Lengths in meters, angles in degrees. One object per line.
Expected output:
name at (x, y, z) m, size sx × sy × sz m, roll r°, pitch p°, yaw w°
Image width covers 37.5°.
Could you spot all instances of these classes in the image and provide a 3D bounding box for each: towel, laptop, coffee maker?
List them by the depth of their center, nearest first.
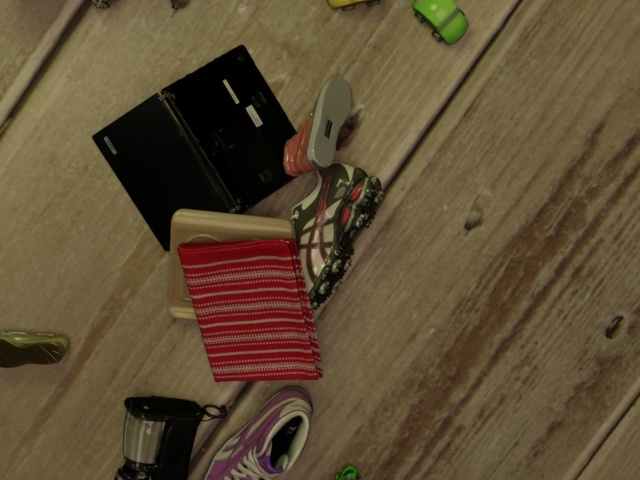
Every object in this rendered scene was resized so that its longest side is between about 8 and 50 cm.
towel at (-0.111, 0.118, 1.525) m, size 0.199 × 0.031 × 0.274 m, roll -3°, pitch 119°, yaw 15°
laptop at (-0.190, -0.149, 1.557) m, size 0.264 × 0.136 × 0.234 m, roll -36°, pitch 100°, yaw -24°
coffee maker at (-0.256, 0.362, 1.573) m, size 0.171 × 0.120 × 0.178 m, roll 10°, pitch 98°, yaw -6°

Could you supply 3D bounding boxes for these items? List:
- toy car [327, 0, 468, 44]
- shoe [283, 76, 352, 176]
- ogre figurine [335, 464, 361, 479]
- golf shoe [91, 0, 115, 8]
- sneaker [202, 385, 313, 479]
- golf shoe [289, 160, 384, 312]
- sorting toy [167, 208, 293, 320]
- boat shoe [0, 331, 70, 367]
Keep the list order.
toy car at (0.155, -0.410, 1.519) m, size 0.225 × 0.053 × 0.239 m, roll 44°, pitch 94°, yaw -8°
shoe at (-0.008, -0.184, 1.529) m, size 0.063 × 0.081 × 0.178 m, roll 35°, pitch 56°, yaw -33°
ogre figurine at (0.013, 0.492, 1.609) m, size 0.197 × 0.118 × 0.097 m, roll -42°, pitch 99°, yaw 3°
golf shoe at (-0.372, -0.453, 1.486) m, size 0.086 × 0.069 × 0.176 m, roll -45°, pitch 101°, yaw -18°
sneaker at (-0.114, 0.374, 1.564) m, size 0.102 × 0.161 × 0.282 m, roll 33°, pitch 96°, yaw -9°
golf shoe at (0.000, 0.000, 1.561) m, size 0.120 × 0.105 × 0.272 m, roll 27°, pitch 96°, yaw 15°
sorting toy at (-0.150, 0.045, 1.549) m, size 0.193 × 0.038 × 0.208 m, roll 6°, pitch 123°, yaw -5°
boat shoe at (-0.498, 0.177, 1.574) m, size 0.153 × 0.048 × 0.056 m, roll -3°, pitch 111°, yaw 3°
